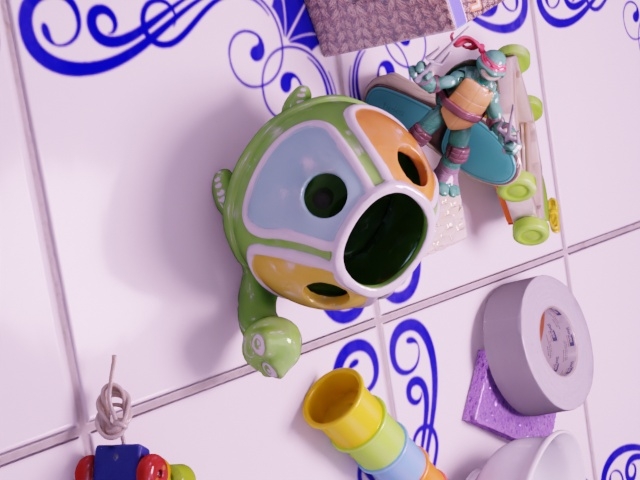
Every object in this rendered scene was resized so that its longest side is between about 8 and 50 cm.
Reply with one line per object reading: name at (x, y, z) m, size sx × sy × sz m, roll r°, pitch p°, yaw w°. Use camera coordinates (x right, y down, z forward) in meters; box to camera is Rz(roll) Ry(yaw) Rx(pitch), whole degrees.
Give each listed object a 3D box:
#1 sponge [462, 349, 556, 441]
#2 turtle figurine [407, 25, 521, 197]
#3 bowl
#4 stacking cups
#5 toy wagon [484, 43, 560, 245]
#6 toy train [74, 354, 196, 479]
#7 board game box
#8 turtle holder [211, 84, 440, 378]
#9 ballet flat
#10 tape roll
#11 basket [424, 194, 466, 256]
sponge at (0.311, 0.261, 1.761) m, size 0.210 × 0.031 × 0.117 m, roll 29°, pitch 67°, yaw -39°
turtle figurine at (0.186, -0.169, 1.420) m, size 0.175 × 0.234 × 0.118 m, roll 32°, pitch 38°, yaw 1°
bowl at (0.290, 0.423, 1.640) m, size 0.298 × 0.134 × 0.297 m, roll -7°, pitch 98°, yaw -58°
stacking cups at (0.095, 0.306, 1.509) m, size 0.316 × 0.096 × 0.096 m, roll 52°, pitch 55°, yaw -33°
toy wagon at (0.314, -0.123, 1.700) m, size 0.344 × 0.068 × 0.267 m, roll 60°, pitch 28°, yaw -50°
toy train at (-0.192, 0.261, 1.225) m, size 0.143 × 0.105 × 0.248 m, roll 28°, pitch 59°, yaw -58°
board game box at (0.152, -0.380, 1.488) m, size 0.291 × 0.232 × 0.141 m, roll -36°, pitch 113°, yaw -39°
turtle holder at (-0.003, -0.017, 1.303) m, size 0.320 × 0.227 × 0.243 m, roll -35°, pitch 123°, yaw -12°
ballet flat at (0.178, -0.162, 1.540) m, size 0.248 × 0.086 × 0.086 m, roll 32°, pitch 57°, yaw 8°
tape roll at (0.351, 0.167, 1.745) m, size 0.219 × 0.072 × 0.219 m, roll 21°, pitch 61°, yaw -45°
basket at (0.114, -0.029, 1.526) m, size 0.167 × 0.103 × 0.113 m, roll -18°, pitch 100°, yaw -43°
